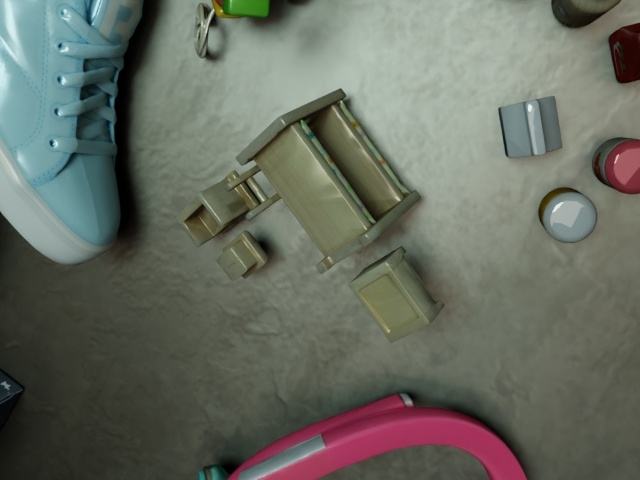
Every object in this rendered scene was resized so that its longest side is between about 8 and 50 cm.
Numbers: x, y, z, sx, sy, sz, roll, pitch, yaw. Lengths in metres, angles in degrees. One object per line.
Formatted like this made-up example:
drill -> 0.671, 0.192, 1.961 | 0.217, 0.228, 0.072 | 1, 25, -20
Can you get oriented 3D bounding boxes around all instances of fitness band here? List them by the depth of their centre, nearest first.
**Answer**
fitness band -> 0.037, 0.252, 0.546 | 0.290, 0.054, 0.209 | -20, 100, -4

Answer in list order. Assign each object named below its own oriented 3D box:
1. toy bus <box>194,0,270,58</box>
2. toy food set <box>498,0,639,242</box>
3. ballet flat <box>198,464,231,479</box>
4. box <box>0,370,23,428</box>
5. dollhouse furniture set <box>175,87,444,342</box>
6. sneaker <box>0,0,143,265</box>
toy bus -> -0.028, -0.243, 0.472 | 0.104, 0.202, 0.191 | -1, 94, -19
toy food set -> 0.184, -0.110, 0.455 | 0.111, 0.104, 0.232 | -9, 98, 13
ballet flat -> -0.069, 0.321, 0.614 | 0.087, 0.083, 0.248 | -3, 101, -12
box -> -0.396, 0.200, 0.611 | 0.093, 0.156, 0.158 | 36, 105, 4
dollhouse furniture set -> 0.000, 0.000, 0.541 | 0.161, 0.101, 0.182 | -34, 93, 40
sneaker -> -0.207, -0.164, 0.514 | 0.150, 0.135, 0.366 | -12, 99, 17
